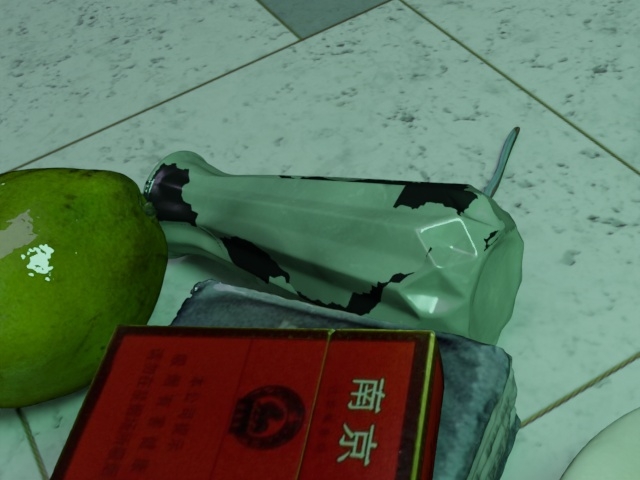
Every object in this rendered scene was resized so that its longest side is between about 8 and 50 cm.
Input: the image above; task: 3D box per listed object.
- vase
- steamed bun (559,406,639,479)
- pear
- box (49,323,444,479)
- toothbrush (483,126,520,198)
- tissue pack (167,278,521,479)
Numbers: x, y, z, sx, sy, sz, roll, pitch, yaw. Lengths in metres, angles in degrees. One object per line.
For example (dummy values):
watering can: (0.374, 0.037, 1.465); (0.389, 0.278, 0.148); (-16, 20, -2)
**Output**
vase: (0.000, 0.000, 0.888); (0.360, 0.165, 0.165); (15, 51, 31)
steamed bun: (0.232, 0.208, 0.615); (0.164, 0.146, 0.242); (31, 59, 33)
pear: (-0.264, 0.041, 0.866); (0.269, 0.212, 0.212); (-33, 46, -4)
box: (-0.045, 0.134, 0.637); (0.240, 0.074, 0.153); (0, 41, 15)
toothbrush: (0.178, -0.058, 0.997); (0.019, 0.013, 0.193); (6, 47, 31)
tissue pack: (-0.051, 0.224, 0.686); (0.288, 0.124, 0.394); (13, 50, 24)
